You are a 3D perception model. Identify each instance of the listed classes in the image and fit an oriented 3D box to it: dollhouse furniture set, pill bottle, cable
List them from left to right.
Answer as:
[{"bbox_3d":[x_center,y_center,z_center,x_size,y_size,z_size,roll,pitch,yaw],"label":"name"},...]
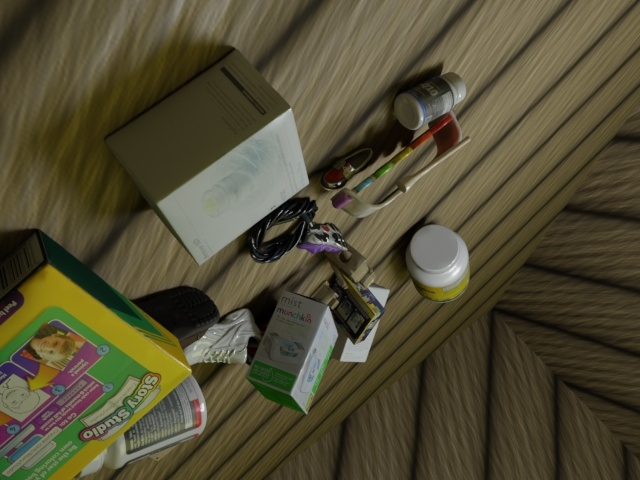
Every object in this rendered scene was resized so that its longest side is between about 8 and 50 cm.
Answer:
[{"bbox_3d":[-0.401,0.385,1.532,0.283,0.161,0.161,-13,145,-40],"label":"pill bottle"},{"bbox_3d":[-0.073,-0.020,1.489,0.185,0.047,0.150,-13,145,-50],"label":"cable"},{"bbox_3d":[0.040,0.099,1.819,0.161,0.101,0.182,-48,159,-6],"label":"dollhouse furniture set"},{"bbox_3d":[0.221,-0.283,1.445,0.137,0.078,0.078,-31,156,-26],"label":"pill bottle"},{"bbox_3d":[0.360,0.068,2.211,0.188,0.188,0.334,-41,158,-2],"label":"pill bottle"}]

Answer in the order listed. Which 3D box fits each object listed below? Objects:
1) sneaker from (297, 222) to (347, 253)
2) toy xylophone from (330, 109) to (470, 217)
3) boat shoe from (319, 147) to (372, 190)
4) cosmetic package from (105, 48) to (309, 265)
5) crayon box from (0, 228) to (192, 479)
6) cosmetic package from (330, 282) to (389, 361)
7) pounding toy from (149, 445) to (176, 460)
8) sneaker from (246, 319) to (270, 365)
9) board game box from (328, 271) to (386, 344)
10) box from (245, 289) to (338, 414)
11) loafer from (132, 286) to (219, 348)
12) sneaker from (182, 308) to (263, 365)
[{"bbox_3d":[0.000,0.000,1.658,0.071,0.068,0.170,-35,155,26],"label":"sneaker"},{"bbox_3d":[0.178,-0.159,1.489,0.323,0.081,0.236,-39,-177,-24],"label":"toy xylophone"},{"bbox_3d":[0.053,-0.146,1.459,0.137,0.049,0.043,-33,165,-33],"label":"boat shoe"},{"bbox_3d":[-0.152,-0.112,1.054,0.225,0.138,0.224,-37,158,-9],"label":"cosmetic package"},{"bbox_3d":[-0.430,0.213,1.067,0.363,0.106,0.313,-41,130,-1],"label":"crayon box"},{"bbox_3d":[0.102,0.231,2.080,0.117,0.086,0.231,13,97,-46],"label":"cosmetic package"},{"bbox_3d":[-0.378,0.436,1.747,0.130,0.141,0.100,-39,135,0],"label":"pounding toy"},{"bbox_3d":[-0.158,0.257,1.845,0.118,0.107,0.279,-59,163,-2],"label":"sneaker"},{"bbox_3d":[0.084,0.175,1.964,0.048,0.170,0.141,-16,148,-41],"label":"board game box"},{"bbox_3d":[-0.064,0.278,1.770,0.262,0.127,0.231,74,37,-65],"label":"box"},{"bbox_3d":[-0.336,0.191,1.321,0.366,0.134,0.130,-10,142,-54],"label":"loafer"},{"bbox_3d":[-0.223,0.241,1.638,0.232,0.115,0.090,-25,153,-36],"label":"sneaker"}]
